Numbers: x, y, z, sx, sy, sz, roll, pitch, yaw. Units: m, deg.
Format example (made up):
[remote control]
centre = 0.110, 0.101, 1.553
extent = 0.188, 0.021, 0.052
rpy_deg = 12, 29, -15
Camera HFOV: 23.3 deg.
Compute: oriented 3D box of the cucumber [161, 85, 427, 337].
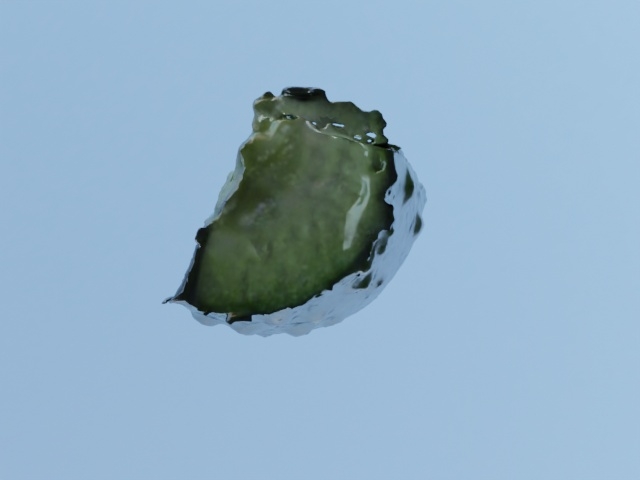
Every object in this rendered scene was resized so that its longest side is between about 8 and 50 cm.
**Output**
[cucumber]
centre = 0.001, 0.003, 0.949
extent = 0.105, 0.325, 0.145
rpy_deg = 26, -91, 5
